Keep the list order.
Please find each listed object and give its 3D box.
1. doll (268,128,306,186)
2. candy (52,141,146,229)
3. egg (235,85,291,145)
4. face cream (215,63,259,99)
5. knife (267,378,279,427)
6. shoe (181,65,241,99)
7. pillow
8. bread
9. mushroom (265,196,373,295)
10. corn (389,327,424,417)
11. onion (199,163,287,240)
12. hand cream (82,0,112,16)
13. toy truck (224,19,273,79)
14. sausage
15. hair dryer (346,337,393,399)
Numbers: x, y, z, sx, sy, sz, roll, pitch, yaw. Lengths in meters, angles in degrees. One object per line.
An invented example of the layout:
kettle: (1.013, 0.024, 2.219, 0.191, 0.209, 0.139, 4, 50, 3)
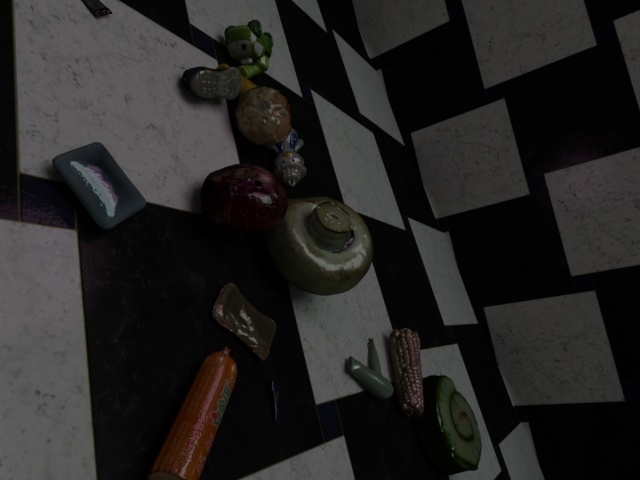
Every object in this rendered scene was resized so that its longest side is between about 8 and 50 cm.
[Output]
doll: (-0.124, -0.318, 1.635, 0.138, 0.119, 0.293, -3, 62, -13)
candy: (-0.467, -0.118, 0.958, 0.174, 0.071, 0.138, 57, 29, -15)
egg: (-0.192, -0.423, 1.523, 0.195, 0.195, 0.233, 33, 20, -43)
face cream: (-0.260, -0.532, 1.615, 0.273, 0.078, 0.078, 20, 51, -52)
knife: (-0.118, 0.420, 1.161, 0.031, 0.018, 0.121, 34, 41, -53)
shoe: (-0.353, -0.500, 1.426, 0.227, 0.126, 0.099, -32, 128, -55)
pillow: (-0.197, 0.212, 1.182, 0.211, 0.034, 0.135, 48, 34, -24)
bread: (0.512, 0.739, 1.829, 0.366, 0.129, 0.381, 24, 47, -46)
mushroom: (0.000, 0.000, 1.400, 0.352, 0.260, 0.352, 17, 48, -20)
corn: (0.334, 0.505, 1.742, 0.127, 0.127, 0.335, 34, 46, -42)
onion: (-0.217, -0.099, 1.247, 0.252, 0.219, 0.252, 14, 31, -8)
hand cream: (-0.622, -0.667, 1.180, 0.163, 0.039, 0.062, 59, 27, -22)
toy truck: (-0.263, -0.703, 1.697, 0.187, 0.148, 0.210, -30, 114, -65)
sausage: (-0.244, 0.350, 0.933, 0.093, 0.093, 0.312, 50, 32, -24)
hair dryer: (0.171, 0.425, 1.604, 0.206, 0.075, 0.237, 44, 27, -21)
